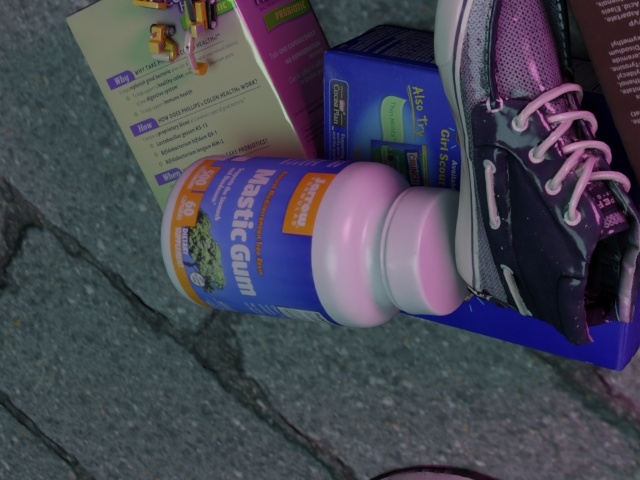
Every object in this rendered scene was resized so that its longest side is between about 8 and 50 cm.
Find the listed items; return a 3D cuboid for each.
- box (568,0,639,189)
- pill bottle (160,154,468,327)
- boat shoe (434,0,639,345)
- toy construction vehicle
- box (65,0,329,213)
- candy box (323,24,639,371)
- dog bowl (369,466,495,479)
[{"bbox_3d":[0.289,-0.211,1.023,0.143,0.191,0.381,-10,115,38],"label":"box"},{"bbox_3d":[0.000,0.000,1.220,0.272,0.152,0.152,4,116,35],"label":"pill bottle"},{"bbox_3d":[0.188,-0.078,1.048,0.158,0.127,0.340,34,141,48],"label":"boat shoe"},{"bbox_3d":[-0.146,-0.213,1.281,0.086,0.035,0.098,16,121,25],"label":"toy construction vehicle"},{"bbox_3d":[-0.108,-0.173,1.378,0.214,0.117,0.243,-17,105,38],"label":"box"},{"bbox_3d":[0.166,-0.047,1.263,0.317,0.122,0.268,16,121,28],"label":"candy box"},{"bbox_3d":[0.152,0.474,1.530,0.408,0.150,0.407,15,122,26],"label":"dog bowl"}]
